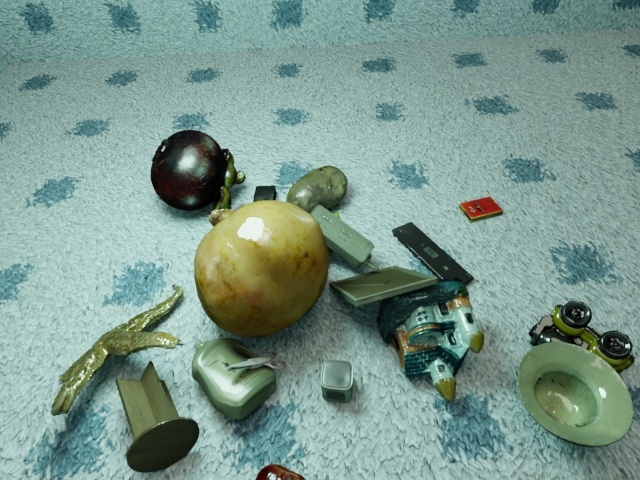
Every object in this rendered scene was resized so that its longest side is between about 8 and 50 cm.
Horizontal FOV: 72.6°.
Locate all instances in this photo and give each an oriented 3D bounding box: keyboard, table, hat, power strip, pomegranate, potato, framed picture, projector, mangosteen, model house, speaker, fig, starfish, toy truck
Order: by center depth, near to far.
[{"bbox_3d":[-0.102,0.562,0.959,0.150,0.129,0.128,-30,52,-16],"label":"fig"},{"bbox_3d":[0.594,0.393,1.065,0.256,0.130,0.258,-2,46,2],"label":"hat"},{"bbox_3d":[-0.424,0.427,1.094,0.167,0.167,0.226,-28,42,-21],"label":"table"},{"bbox_3d":[0.045,0.371,1.152,0.083,0.082,0.083,4,47,7],"label":"projector"},{"bbox_3d":[0.312,0.277,1.169,0.252,0.185,0.292,-7,51,-8],"label":"model house"},{"bbox_3d":[0.696,0.283,1.172,0.165,0.147,0.224,-43,58,-3],"label":"toy truck"},{"bbox_3d":[-0.536,0.283,1.202,0.431,0.083,0.323,-33,21,-24],"label":"starfish"},{"bbox_3d":[-0.174,0.062,1.243,0.410,0.412,0.412,-2,47,2],"label":"pomegranate"},{"bbox_3d":[0.168,0.124,1.278,0.240,0.021,0.324,-15,5,-11],"label":"framed picture"},{"bbox_3d":[0.078,0.002,1.417,0.287,0.053,0.093,36,55,3],"label":"power strip"},{"bbox_3d":[0.368,0.050,1.474,0.106,0.027,0.317,-22,49,-21],"label":"keyboard"},{"bbox_3d":[-0.017,-0.184,1.635,0.262,0.165,0.165,-25,50,-24],"label":"potato"},{"bbox_3d":[-0.477,-0.252,1.642,0.329,0.330,0.330,-2,47,2],"label":"mangosteen"},{"bbox_3d":[-0.221,-0.123,1.659,0.082,0.044,0.218,1,47,5],"label":"speaker"}]

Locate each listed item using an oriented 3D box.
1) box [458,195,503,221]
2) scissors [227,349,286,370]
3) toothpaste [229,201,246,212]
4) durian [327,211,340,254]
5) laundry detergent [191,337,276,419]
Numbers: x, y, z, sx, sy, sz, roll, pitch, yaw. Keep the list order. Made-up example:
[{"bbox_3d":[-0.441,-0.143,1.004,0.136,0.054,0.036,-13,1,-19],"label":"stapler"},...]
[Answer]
[{"bbox_3d":[0.594,-0.116,1.619,0.133,0.023,0.090,-12,45,-9],"label":"box"},{"bbox_3d":[-0.171,0.322,1.147,0.176,0.022,0.085,6,20,-48],"label":"scissors"},{"bbox_3d":[-0.257,-0.082,1.570,0.067,0.043,0.194,-36,48,-19],"label":"toothpaste"},{"bbox_3d":[0.003,0.007,1.494,0.137,0.095,0.221,-14,36,43],"label":"durian"},{"bbox_3d":[-0.253,0.349,1.181,0.253,0.091,0.181,32,43,29],"label":"laundry detergent"}]
